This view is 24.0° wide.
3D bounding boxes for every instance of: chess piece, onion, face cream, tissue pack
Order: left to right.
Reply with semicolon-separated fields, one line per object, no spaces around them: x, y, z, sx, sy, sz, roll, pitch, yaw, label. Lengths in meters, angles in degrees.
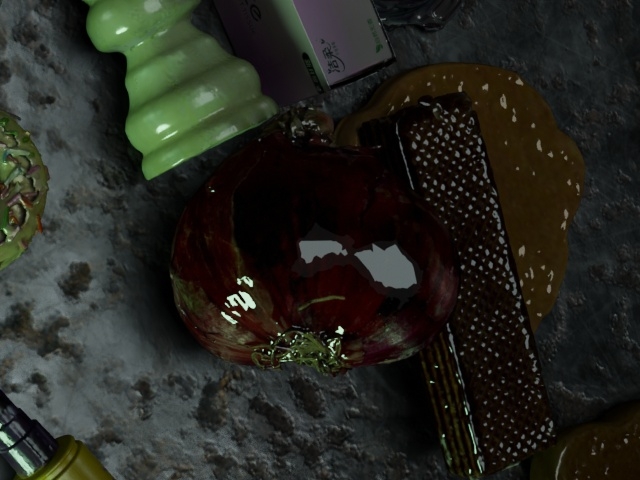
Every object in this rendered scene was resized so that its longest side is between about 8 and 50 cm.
-0.218;0.241;1.369;0.078;0.078;0.273;-46;108;-25;face cream
-0.157;-0.199;1.419;0.144;0.144;0.251;-29;94;-29;chess piece
-0.041;-0.259;1.476;0.092;0.148;0.246;-28;98;-28;tissue pack
-0.002;0.017;1.408;0.281;0.281;0.221;-55;151;-22;onion

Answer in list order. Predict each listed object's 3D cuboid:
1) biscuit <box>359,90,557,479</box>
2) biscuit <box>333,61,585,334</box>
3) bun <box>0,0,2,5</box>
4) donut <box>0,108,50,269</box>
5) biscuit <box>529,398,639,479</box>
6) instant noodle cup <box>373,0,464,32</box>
0.141;0.044;1.536;0.107;0.073;0.388;-17;96;-31;biscuit
0.139;-0.023;1.613;0.312;0.057;0.351;17;78;-27;biscuit
-0.417;-0.225;1.232;0.293;0.187;0.293;26;46;-30;bun
-0.320;-0.046;1.338;0.175;0.068;0.174;3;83;-30;donut
0.389;0.335;1.725;0.381;0.074;0.359;-35;105;-30;biscuit
0.093;-0.362;1.540;0.302;0.181;0.258;37;68;-23;instant noodle cup
